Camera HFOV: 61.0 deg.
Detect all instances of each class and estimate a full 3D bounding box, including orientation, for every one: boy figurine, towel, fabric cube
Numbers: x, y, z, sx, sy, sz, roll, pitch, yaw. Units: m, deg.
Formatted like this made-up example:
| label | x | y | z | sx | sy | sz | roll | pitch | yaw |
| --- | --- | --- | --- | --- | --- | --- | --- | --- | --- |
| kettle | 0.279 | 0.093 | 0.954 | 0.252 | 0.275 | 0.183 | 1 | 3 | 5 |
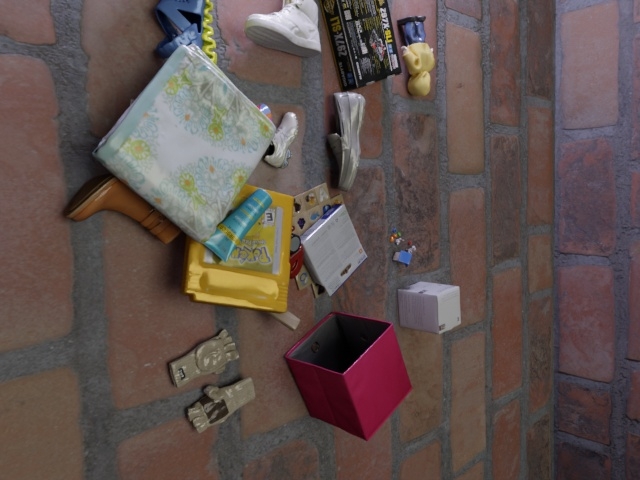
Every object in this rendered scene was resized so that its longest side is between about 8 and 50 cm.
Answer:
| label | x | y | z | sx | sy | sz | roll | pitch | yaw |
| --- | --- | --- | --- | --- | --- | --- | --- | --- | --- |
| boy figurine | 0.364 | -0.681 | 2.016 | 0.177 | 0.092 | 0.285 | -23 | 109 | -41 |
| towel | -0.296 | -0.232 | 1.275 | 0.320 | 0.090 | 0.374 | 42 | 62 | -28 |
| fabric cube | 0.093 | 0.412 | 1.705 | 0.254 | 0.259 | 0.258 | -39 | 120 | -36 |

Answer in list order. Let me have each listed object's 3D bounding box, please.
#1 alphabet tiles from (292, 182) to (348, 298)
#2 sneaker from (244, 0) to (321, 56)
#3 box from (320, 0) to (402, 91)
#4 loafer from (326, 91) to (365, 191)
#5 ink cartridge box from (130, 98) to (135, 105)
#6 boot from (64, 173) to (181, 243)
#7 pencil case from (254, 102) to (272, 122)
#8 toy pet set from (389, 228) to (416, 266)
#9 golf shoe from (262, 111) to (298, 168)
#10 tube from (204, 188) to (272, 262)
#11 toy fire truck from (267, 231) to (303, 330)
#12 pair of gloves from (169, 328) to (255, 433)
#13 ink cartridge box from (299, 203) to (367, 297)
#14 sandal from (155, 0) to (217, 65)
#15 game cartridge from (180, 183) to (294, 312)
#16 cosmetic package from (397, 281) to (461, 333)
| label | x | y | z | sx | sy | sz | roll | pitch | yaw |
| --- | --- | --- | --- | --- | --- | --- | --- | --- | --- |
| alphabet tiles | 0.000 | 0.000 | 1.762 | 0.285 | 0.011 | 0.342 | -29 | 112 | -38 |
| sneaker | -0.110 | -0.645 | 1.564 | 0.293 | 0.108 | 0.169 | -5 | 94 | -53 |
| box | 0.140 | -0.686 | 1.812 | 0.257 | 0.079 | 0.321 | -31 | 113 | -40 |
| loafer | 0.073 | -0.320 | 1.762 | 0.112 | 0.112 | 0.319 | 5 | 90 | -8 |
| ink cartridge box | -0.421 | -0.315 | 1.328 | 0.083 | 0.028 | 0.048 | 6 | 88 | -43 |
| boot | -0.437 | -0.075 | 1.290 | 0.283 | 0.109 | 0.220 | -52 | 129 | -37 |
| pencil case | -0.234 | -0.302 | 1.460 | 0.236 | 0.104 | 0.104 | -29 | 112 | -40 |
| toy pet set | 0.314 | 0.031 | 2.025 | 0.122 | 0.065 | 0.114 | 33 | 70 | -39 |
| golf shoe | -0.119 | -0.303 | 1.595 | 0.086 | 0.069 | 0.176 | 17 | 80 | -37 |
| tube | -0.203 | -0.044 | 1.357 | 0.080 | 0.052 | 0.207 | 40 | 64 | -3 |
| toy fire truck | -0.125 | 0.117 | 1.568 | 0.217 | 0.159 | 0.246 | -41 | 130 | -35 |
| pair of gloves | -0.293 | 0.386 | 1.482 | 0.204 | 0.042 | 0.240 | -30 | 111 | -35 |
| ink cartridge box | 0.039 | 0.032 | 1.760 | 0.223 | 0.045 | 0.224 | -43 | 121 | -33 |
| sandal | -0.340 | -0.564 | 1.332 | 0.138 | 0.126 | 0.317 | -10 | 98 | -39 |
| game cartridge | -0.203 | 0.012 | 1.396 | 0.285 | 0.053 | 0.323 | 12 | 71 | -32 |
| cosmetic package | 0.410 | 0.250 | 2.047 | 0.151 | 0.184 | 0.151 | -13 | 102 | -43 |
